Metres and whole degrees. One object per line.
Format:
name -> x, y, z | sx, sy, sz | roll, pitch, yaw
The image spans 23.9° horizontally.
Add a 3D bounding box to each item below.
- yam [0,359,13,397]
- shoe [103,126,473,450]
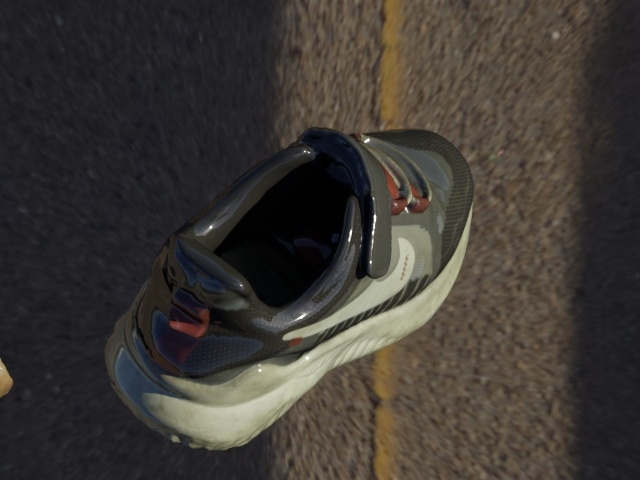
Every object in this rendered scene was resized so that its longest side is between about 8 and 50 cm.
yam -> -0.274, 0.125, 0.824 | 0.241, 0.057, 0.057 | -34, 88, -6
shoe -> 0.000, 0.000, 0.697 | 0.099, 0.112, 0.227 | 41, 56, 17
